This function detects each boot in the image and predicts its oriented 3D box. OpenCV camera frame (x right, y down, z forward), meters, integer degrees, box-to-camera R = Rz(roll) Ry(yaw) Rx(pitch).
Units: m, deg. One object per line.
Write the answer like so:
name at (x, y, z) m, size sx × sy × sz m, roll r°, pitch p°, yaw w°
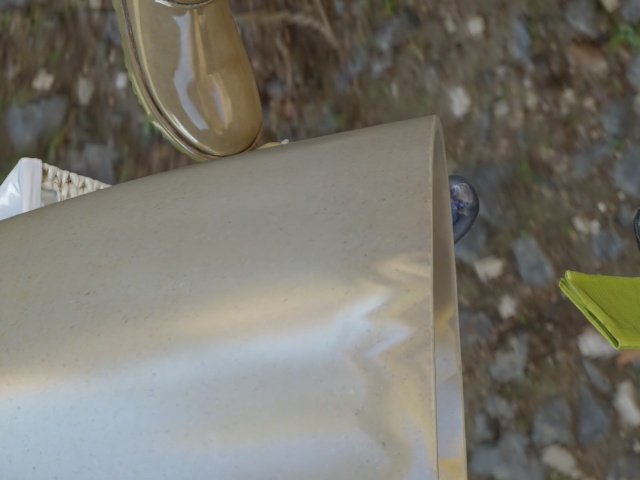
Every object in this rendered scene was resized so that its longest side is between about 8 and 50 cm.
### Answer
boot at (-0.075, -0.184, 1.370) m, size 0.089 × 0.269 × 0.236 m, roll -28°, pitch 91°, yaw -23°

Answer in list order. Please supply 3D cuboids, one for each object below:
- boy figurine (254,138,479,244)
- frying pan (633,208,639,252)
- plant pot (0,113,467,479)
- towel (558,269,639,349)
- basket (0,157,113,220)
boy figurine at (0.000, 0.000, 1.440) m, size 0.177 × 0.285 × 0.092 m, roll 48°, pitch 132°, yaw 17°
frying pan at (0.238, 0.146, 1.142) m, size 0.197 × 0.326 × 0.053 m, roll -34°, pitch 157°, yaw -27°
plant pot at (-0.084, 0.088, 0.748) m, size 0.274 × 0.256 × 0.257 m, roll -3°, pitch 115°, yaw 5°
towel at (0.323, 0.061, 1.655) m, size 0.237 × 0.102 × 0.021 m, roll 3°, pitch 120°, yaw -30°
basket at (-0.270, 0.014, 1.869) m, size 0.103 × 0.113 × 0.167 m, roll 12°, pitch 146°, yaw -27°
